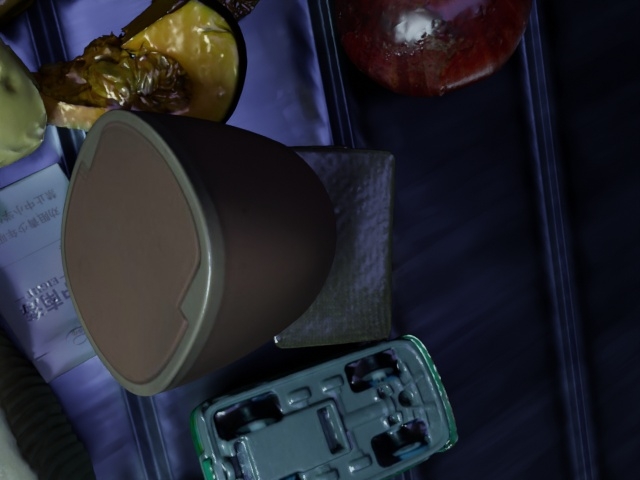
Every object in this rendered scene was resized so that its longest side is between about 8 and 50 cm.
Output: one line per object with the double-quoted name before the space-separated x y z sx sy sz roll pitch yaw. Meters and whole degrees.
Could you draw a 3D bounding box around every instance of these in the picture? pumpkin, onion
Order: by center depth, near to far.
"pumpkin" -0.229 -0.227 0.768 0.280 0.139 0.190 8 113 -23
"onion" 0.149 -0.337 0.864 0.276 0.276 0.276 -2 97 -21

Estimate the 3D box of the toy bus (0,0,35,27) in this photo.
"toy bus" -0.348 -0.355 0.739 0.335 0.121 0.123 -46 116 -12

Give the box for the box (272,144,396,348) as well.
"box" -0.001 0.000 0.898 0.184 0.143 0.274 -3 98 -21

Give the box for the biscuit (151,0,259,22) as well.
"biscuit" -0.158 -0.342 0.861 0.126 0.025 0.206 42 81 -20

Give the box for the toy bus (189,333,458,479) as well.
"toy bus" -0.008 0.270 0.881 0.343 0.199 0.184 -13 75 -24

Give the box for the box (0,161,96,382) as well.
"box" -0.345 0.040 0.808 0.155 0.067 0.243 -28 105 -15

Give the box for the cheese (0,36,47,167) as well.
"cheese" -0.461 -0.174 0.633 0.260 0.315 0.128 74 29 -41

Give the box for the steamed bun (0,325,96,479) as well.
"steamed bun" -0.426 0.237 0.700 0.236 0.247 0.384 -29 106 -19

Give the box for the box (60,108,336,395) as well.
"box" -0.135 0.002 0.725 0.216 0.301 0.301 -11 101 -45
